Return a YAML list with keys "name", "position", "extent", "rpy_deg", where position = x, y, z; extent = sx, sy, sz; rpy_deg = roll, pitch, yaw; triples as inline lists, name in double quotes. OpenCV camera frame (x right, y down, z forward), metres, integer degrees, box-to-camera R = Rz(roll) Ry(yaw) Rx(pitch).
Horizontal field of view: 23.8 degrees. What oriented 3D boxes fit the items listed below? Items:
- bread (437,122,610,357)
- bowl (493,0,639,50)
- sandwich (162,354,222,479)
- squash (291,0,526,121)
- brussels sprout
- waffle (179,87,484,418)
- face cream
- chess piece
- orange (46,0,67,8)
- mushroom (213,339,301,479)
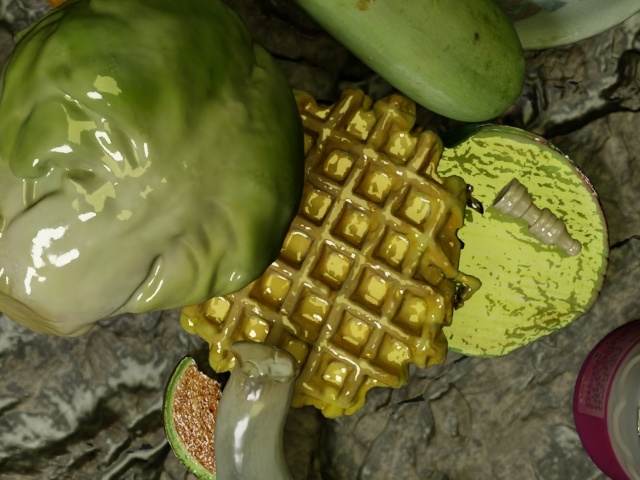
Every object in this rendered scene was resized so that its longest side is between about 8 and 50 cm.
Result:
- name: "bread"
  position: [0.162, 0.001, 1.453]
  extent: [0.228, 0.033, 0.228]
  rpy_deg: [0, 86, -6]
- name: "bowl"
  position: [0.189, -0.403, 1.392]
  extent: [0.434, 0.196, 0.435]
  rpy_deg: [0, 87, -4]
- name: "sandwich"
  position: [-0.112, 0.174, 1.424]
  extent: [0.067, 0.029, 0.135]
  rpy_deg: [-22, 91, -6]
- name: "squash"
  position: [0.039, -0.227, 1.332]
  extent: [0.370, 0.118, 0.118]
  rpy_deg: [33, 85, -26]
- name: "brussels sprout"
  position: [-0.148, -0.059, 1.261]
  extent: [0.242, 0.273, 0.317]
  rpy_deg: [26, 98, 38]
- name: "waffle"
  position: [0.002, 0.011, 1.405]
  extent: [0.329, 0.062, 0.329]
  rpy_deg: [0, 88, 6]
- name: "face cream"
  position: [0.336, 0.155, 1.379]
  extent: [0.175, 0.195, 0.175]
  rpy_deg: [0, 87, -6]
- name: "chess piece"
  position: [0.207, -0.017, 1.426]
  extent: [0.092, 0.035, 0.035]
  rpy_deg: [38, 85, -5]
- name: "orange"
  position: [-0.168, -0.291, 1.350]
  extent: [0.219, 0.193, 0.219]
  rpy_deg: [-21, 121, -39]
- name: "mushroom"
  position: [-0.046, 0.222, 1.371]
  extent: [0.096, 0.099, 0.278]
  rpy_deg: [-6, 105, 15]
